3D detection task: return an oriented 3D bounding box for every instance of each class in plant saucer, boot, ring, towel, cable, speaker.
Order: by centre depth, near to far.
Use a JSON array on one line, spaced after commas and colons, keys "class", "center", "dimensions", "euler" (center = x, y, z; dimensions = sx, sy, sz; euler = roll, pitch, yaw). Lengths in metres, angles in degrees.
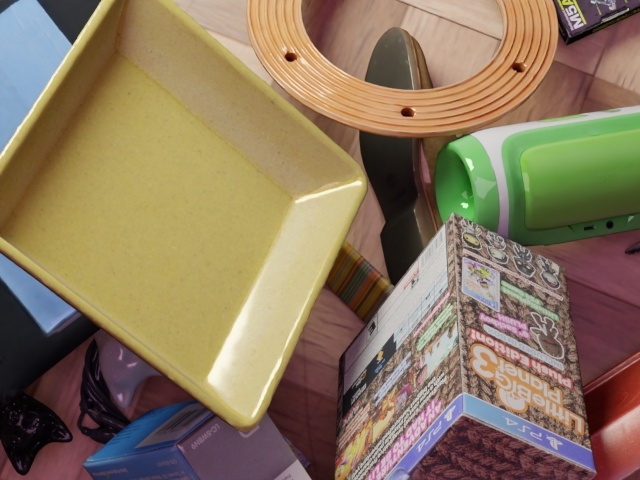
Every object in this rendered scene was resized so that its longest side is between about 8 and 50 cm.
[{"class": "plant saucer", "center": [-0.144, -0.032, 1.432], "dimensions": [0.333, 0.081, 0.333], "euler": [40, 53, -20]}, {"class": "plant saucer", "center": [0.286, 0.184, 1.524], "dimensions": [0.259, 0.258, 0.048], "euler": [-33, 92, -1]}, {"class": "speaker", "center": [0.275, -0.069, 1.587], "dimensions": [0.296, 0.131, 0.131], "euler": [-10, 83, -17]}, {"class": "ring", "center": [0.087, -0.235, 1.630], "dimensions": [0.336, 0.032, 0.337], "euler": [3, 53, -4]}, {"class": "towel", "center": [0.000, 0.000, 1.646], "dimensions": [0.237, 0.102, 0.021], "euler": [45, 64, 7]}, {"class": "boot", "center": [0.120, -0.085, 1.665], "dimensions": [0.115, 0.112, 0.305], "euler": [-2, 77, -28]}, {"class": "cable", "center": [-0.172, 0.165, 1.667], "dimensions": [0.184, 0.047, 0.151], "euler": [13, 80, 9]}]

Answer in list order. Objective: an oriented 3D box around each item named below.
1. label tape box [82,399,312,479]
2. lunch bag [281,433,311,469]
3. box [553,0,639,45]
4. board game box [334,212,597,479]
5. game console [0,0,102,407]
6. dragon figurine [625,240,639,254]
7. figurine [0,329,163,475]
[{"class": "label tape box", "center": [-0.070, 0.322, 1.527], "dimensions": [0.106, 0.240, 0.334], "euler": [-37, 99, -31]}, {"class": "lunch bag", "center": [-0.063, 0.247, 1.644], "dimensions": [0.083, 0.053, 0.071], "euler": [-43, 84, -11]}, {"class": "box", "center": [0.318, -0.342, 1.693], "dimensions": [0.184, 0.045, 0.191], "euler": [-26, 83, 2]}, {"class": "board game box", "center": [0.129, 0.163, 1.458], "dimensions": [0.141, 0.291, 0.232], "euler": [25, 125, -16]}, {"class": "game console", "center": [-0.292, -0.065, 1.508], "dimensions": [0.386, 0.060, 0.342], "euler": [-38, 103, -5]}, {"class": "dragon figurine", "center": [0.474, 0.066, 1.616], "dimensions": [0.289, 0.085, 0.144], "euler": [4, 83, 2]}, {"class": "figurine", "center": [-0.288, 0.113, 1.636], "dimensions": [0.215, 0.092, 0.209], "euler": [-32, 76, 3]}]
